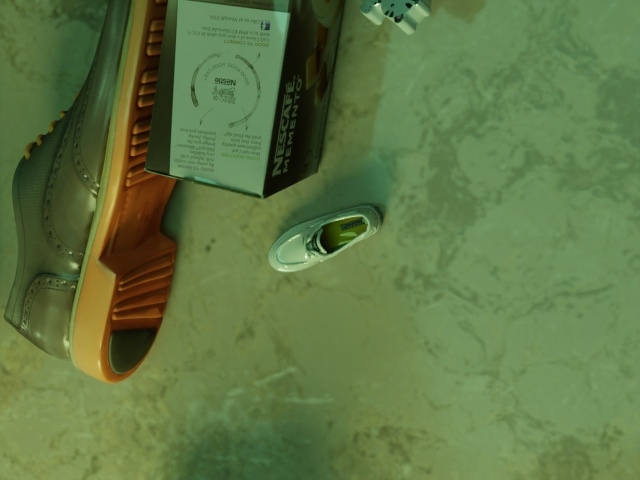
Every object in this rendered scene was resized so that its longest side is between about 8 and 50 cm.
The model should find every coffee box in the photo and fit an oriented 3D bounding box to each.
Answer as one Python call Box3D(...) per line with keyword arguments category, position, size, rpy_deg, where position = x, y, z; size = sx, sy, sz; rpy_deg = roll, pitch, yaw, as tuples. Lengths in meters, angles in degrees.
Box3D(category="coffee box", position=(-0.046, -0.168, 1.233), size=(0.098, 0.141, 0.246), rpy_deg=(13, 103, 16))

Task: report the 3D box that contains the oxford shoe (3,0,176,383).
Box3D(category="oxford shoe", position=(-0.179, -0.073, 1.305), size=(0.133, 0.130, 0.363), rpy_deg=(19, 104, 22))

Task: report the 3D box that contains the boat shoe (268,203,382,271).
Box3D(category="boat shoe", position=(0.000, 0.000, 1.303), size=(0.100, 0.035, 0.035), rpy_deg=(-20, 93, 20))

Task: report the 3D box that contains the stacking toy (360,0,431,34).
Box3D(category="stacking toy", position=(0.051, -0.271, 1.140), size=(0.052, 0.167, 0.221), rpy_deg=(21, 81, 43))
